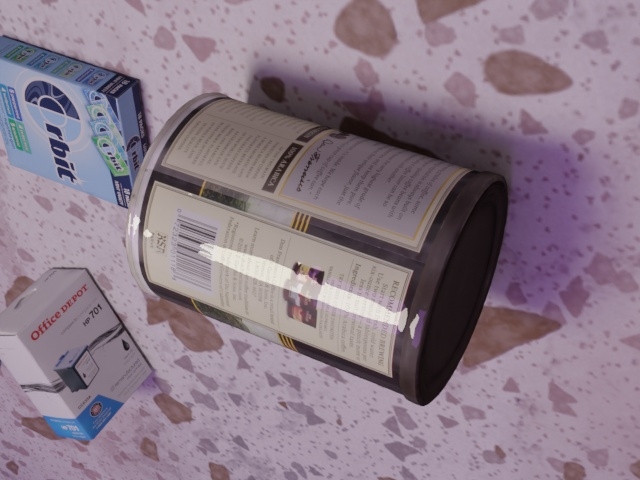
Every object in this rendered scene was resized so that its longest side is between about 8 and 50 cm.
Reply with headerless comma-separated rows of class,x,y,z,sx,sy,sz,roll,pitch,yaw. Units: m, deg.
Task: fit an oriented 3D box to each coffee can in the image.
coffee can,0.000,0.000,0.818,0.275,0.201,0.202,20,137,21

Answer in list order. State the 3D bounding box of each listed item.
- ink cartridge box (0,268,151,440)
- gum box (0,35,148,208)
ink cartridge box,-0.337,0.152,1.255,0.082,0.140,0.191,-1,127,38
gum box,-0.276,-0.126,1.023,0.184,0.041,0.157,20,137,19
